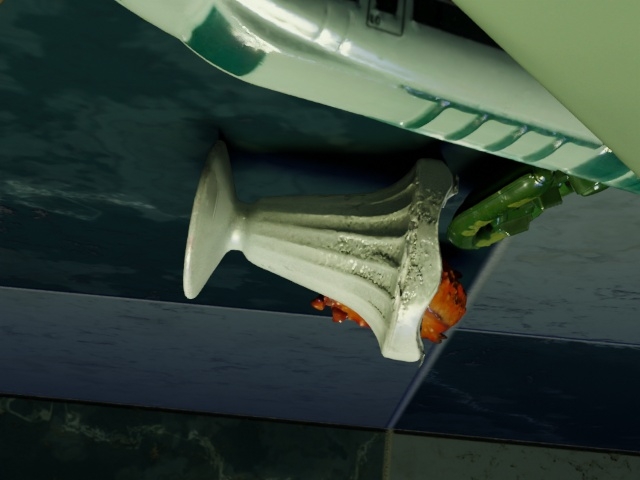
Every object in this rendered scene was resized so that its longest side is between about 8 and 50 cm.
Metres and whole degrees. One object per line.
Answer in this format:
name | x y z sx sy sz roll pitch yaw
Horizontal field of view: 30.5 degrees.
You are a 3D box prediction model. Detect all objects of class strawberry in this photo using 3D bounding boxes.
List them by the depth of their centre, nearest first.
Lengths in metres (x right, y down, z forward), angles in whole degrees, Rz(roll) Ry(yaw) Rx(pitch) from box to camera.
strawberry | 0.069 0.043 1.194 0.121 0.082 0.188 39 158 -28

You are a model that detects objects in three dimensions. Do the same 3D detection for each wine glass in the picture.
wine glass | 0.000 0.000 0.921 0.196 0.165 0.165 11 163 -1

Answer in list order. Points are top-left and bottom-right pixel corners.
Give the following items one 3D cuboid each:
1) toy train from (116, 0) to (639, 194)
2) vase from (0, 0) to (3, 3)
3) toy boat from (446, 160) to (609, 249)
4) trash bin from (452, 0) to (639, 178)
toy train | 0.033 -0.112 0.642 0.407 0.088 0.086 14 162 -23
vase | -0.290 -0.109 0.578 0.329 0.241 0.302 -23 168 14
toy boat | 0.159 -0.036 0.897 0.104 0.052 0.210 -20 172 -22
trash bin | 0.134 -0.142 0.361 0.223 0.158 0.343 -5 159 42
